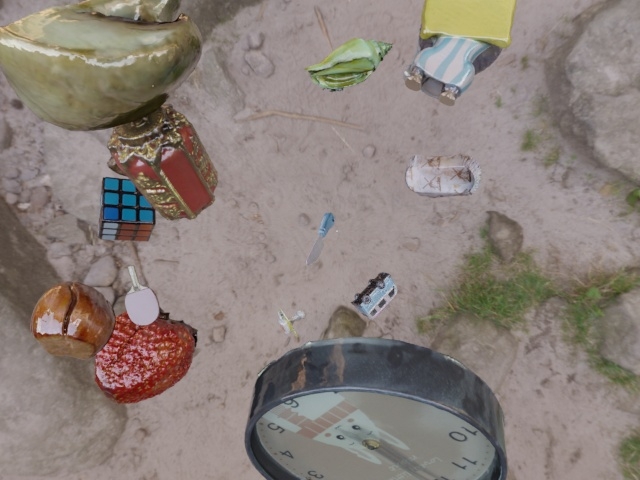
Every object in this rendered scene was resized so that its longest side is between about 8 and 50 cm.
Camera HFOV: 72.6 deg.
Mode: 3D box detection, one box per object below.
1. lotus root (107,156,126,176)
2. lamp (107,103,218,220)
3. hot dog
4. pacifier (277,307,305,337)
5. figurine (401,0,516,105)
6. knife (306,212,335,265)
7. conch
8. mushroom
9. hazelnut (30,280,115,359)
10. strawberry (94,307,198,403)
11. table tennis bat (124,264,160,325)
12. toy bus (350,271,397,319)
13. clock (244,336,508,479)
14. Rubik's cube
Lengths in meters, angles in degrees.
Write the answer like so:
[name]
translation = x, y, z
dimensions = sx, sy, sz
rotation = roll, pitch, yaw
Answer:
[lotus root]
translation = -0.442, -0.246, 1.137
dimensions = 0.166, 0.330, 0.078
rotation = -16, 121, 7
[lamp]
translation = -0.322, -0.159, 0.919
dimensions = 0.176, 0.274, 0.177
rotation = -3, 62, 5
[hot dog]
translation = 0.285, -0.152, 1.031
dimensions = 0.059, 0.191, 0.108
rotation = -35, 120, -36
[pacifier]
translation = -0.064, 0.182, 1.009
dimensions = 0.064, 0.068, 0.083
rotation = -30, 116, -10
[figurine]
translation = 0.386, -0.529, 1.298
dimensions = 0.266, 0.377, 0.362
rotation = 28, 88, 10
[knife]
translation = 0.001, 0.001, 1.367
dimensions = 0.032, 0.244, 0.058
rotation = 1, 134, 21
[conch]
translation = 0.072, -0.402, 0.990
dimensions = 0.200, 0.080, 0.095
rotation = -25, 122, 17
[mushroom]
translation = -0.297, -0.262, 0.694
dimensions = 0.211, 0.218, 0.292
rotation = 21, 53, 7
[hazelnut]
translation = -0.480, 0.155, 0.855
dimensions = 0.143, 0.143, 0.154
rotation = -47, 130, 2
[strawberry]
translation = -0.500, 0.334, 1.231
dimensions = 0.249, 0.288, 0.239
rotation = 13, 121, 5
[table tennis bat]
translation = -0.459, 0.140, 1.104
dimensions = 0.086, 0.013, 0.157
rotation = -17, 91, 6
[toy bus]
translation = 0.151, 0.150, 1.174
dimensions = 0.123, 0.060, 0.075
rotation = -43, 105, -16
[clock]
translation = 0.074, 0.299, 0.643
dimensions = 0.385, 0.077, 0.387
rotation = 5, 127, 7
[Rubik's cube]
translation = -0.638, -0.098, 1.436
dimensions = 0.160, 0.163, 0.162
rotation = 3, 69, -29
